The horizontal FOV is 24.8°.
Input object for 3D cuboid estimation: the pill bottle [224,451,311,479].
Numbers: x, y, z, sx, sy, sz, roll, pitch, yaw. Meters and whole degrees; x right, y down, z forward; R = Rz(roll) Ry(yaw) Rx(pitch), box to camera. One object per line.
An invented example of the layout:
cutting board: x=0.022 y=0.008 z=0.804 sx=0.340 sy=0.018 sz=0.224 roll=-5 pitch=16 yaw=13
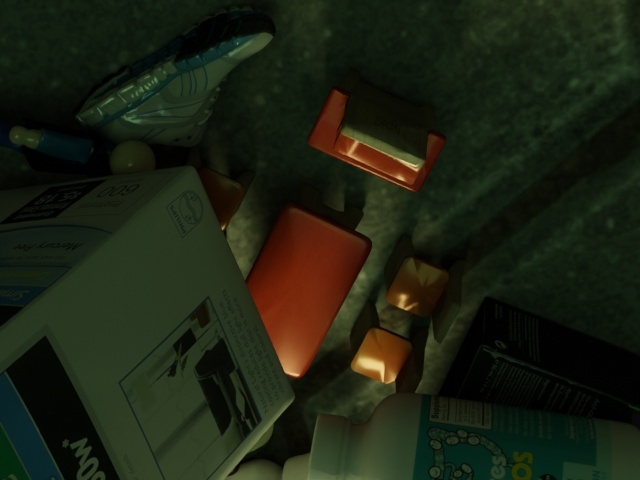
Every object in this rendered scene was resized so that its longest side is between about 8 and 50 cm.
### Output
pill bottle: x=-0.085 y=0.272 z=1.350 sx=0.221 sy=0.121 sz=0.121 roll=-19 pitch=112 yaw=14

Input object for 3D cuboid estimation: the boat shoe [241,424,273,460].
boat shoe: x=-0.155 y=0.191 z=1.357 sx=0.233 sy=0.084 sz=0.079 roll=-13 pitch=151 yaw=4

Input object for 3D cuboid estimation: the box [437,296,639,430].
box: x=0.178 y=0.208 z=1.303 sx=0.184 sy=0.103 sz=0.261 roll=23 pitch=115 yaw=-1

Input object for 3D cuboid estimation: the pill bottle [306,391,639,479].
pill bottle: x=0.122 y=0.202 z=1.173 sx=0.264 sy=0.146 sz=0.146 roll=7 pitch=116 yaw=4

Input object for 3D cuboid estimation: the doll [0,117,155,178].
doll: x=-0.224 y=-0.079 z=1.195 sx=0.189 sy=0.129 sz=0.046 roll=16 pitch=85 yaw=16

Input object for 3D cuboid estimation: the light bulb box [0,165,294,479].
light bulb box: x=-0.280 y=0.138 z=1.112 sx=0.358 sy=0.361 sz=0.225 roll=-6 pitch=117 yaw=38

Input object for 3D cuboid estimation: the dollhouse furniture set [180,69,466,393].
dollhouse furniture set: x=0.000 y=0.000 z=1.204 sx=0.262 sy=0.135 sz=0.259 roll=24 pitch=115 yaw=-5

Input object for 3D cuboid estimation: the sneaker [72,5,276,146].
sneaker: x=-0.107 y=-0.124 z=1.202 sx=0.191 sy=0.071 sz=0.083 roll=-26 pitch=117 yaw=26
